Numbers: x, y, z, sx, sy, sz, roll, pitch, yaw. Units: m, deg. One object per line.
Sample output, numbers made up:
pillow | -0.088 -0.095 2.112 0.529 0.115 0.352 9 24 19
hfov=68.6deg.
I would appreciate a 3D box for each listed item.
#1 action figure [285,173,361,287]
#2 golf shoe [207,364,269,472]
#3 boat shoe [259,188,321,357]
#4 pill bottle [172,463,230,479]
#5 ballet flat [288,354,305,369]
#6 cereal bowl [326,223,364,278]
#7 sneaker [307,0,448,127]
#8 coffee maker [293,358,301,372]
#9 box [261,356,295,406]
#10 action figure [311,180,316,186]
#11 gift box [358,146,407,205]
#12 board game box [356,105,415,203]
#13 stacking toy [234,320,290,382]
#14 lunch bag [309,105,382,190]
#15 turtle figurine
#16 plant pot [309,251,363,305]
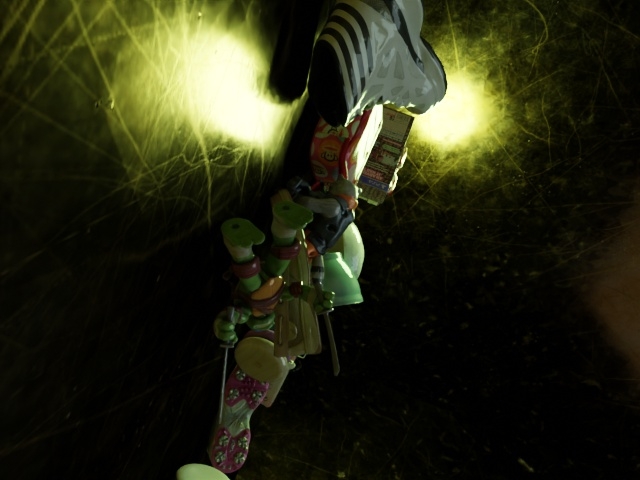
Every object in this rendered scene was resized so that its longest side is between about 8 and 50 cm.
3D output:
action figure | 0.000 0.000 1.136 0.330 0.179 0.341 -61 161 -1
golf shoe | -0.229 0.440 1.242 0.140 0.115 0.306 -25 -138 58
boat shoe | -0.074 0.071 0.932 0.121 0.110 0.340 -116 -163 -84
pill bottle | -0.288 0.621 0.994 0.130 0.131 0.245 50 61 -85
ballet flat | -0.081 0.319 1.309 0.188 0.070 0.070 -49 173 -6
cereal bowl | 0.090 0.056 2.024 0.339 0.141 0.338 180 -90 -67
sneaker | 0.103 -0.327 0.967 0.257 0.169 0.447 -49 154 5
coffee maker | -0.109 0.323 1.605 0.120 0.171 0.178 -40 152 -48
box | -0.147 0.357 1.414 0.232 0.127 0.148 -62 175 -7
action figure | 0.035 -0.134 1.510 0.164 0.141 0.275 -54 170 -31
gift box | 0.192 -0.310 1.863 0.276 0.258 0.255 100 12 -63
board game box | 0.161 -0.312 1.622 0.141 0.232 0.290 89 22 -79
stacking toy | -0.101 0.217 1.277 0.330 0.141 0.141 -59 169 -51
lunch bag | 0.074 -0.269 1.245 0.258 0.120 0.293 77 34 -65
turtle figurine | -0.065 0.095 0.742 0.274 0.198 0.266 -97 -172 -51
plant pot | 0.004 0.150 1.770 0.293 0.293 0.196 71 12 -84
